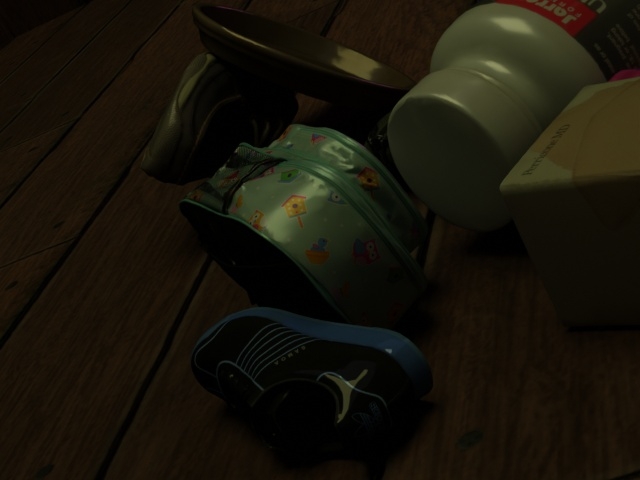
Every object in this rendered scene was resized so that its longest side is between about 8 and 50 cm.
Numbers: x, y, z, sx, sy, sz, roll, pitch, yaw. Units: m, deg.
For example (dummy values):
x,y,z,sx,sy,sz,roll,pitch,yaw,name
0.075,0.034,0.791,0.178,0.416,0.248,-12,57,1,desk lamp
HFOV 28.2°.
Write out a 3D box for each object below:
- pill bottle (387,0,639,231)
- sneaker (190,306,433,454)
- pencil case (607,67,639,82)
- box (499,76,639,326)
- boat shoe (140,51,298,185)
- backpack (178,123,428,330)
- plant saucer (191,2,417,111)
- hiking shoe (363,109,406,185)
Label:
x,y,z,sx,sy,sz,roll,pitch,yaw,name
0.204,-0.147,1.077,0.318,0.176,0.176,-41,24,-30,pill bottle
-0.031,0.105,0.918,0.232,0.081,0.090,-3,26,47,sneaker
0.319,-0.092,0.907,0.236,0.104,0.104,-6,30,45,pencil case
0.285,-0.035,0.791,0.311,0.121,0.148,-6,31,44,box
-0.097,-0.140,1.463,0.132,0.130,0.355,-62,-1,25,boat shoe
0.000,0.000,1.003,0.144,0.166,0.188,-41,25,-7,backpack
-0.021,-0.210,1.479,0.278,0.277,0.041,-111,39,-69,plant saucer
0.095,-0.084,1.227,0.114,0.086,0.227,-37,12,17,hiking shoe
